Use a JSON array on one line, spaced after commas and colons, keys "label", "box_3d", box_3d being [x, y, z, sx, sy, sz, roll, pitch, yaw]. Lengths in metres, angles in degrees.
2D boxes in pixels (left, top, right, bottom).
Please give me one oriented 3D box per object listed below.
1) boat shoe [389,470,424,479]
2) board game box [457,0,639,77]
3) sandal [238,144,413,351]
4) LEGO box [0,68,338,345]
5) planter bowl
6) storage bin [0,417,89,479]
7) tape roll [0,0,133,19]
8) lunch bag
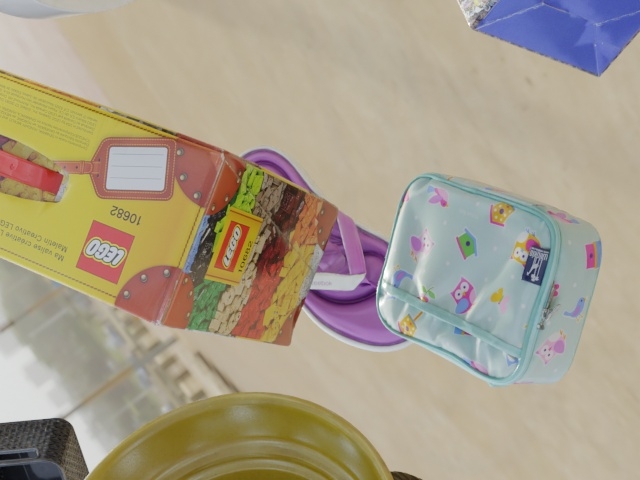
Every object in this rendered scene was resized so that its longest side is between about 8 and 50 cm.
[{"label": "boat shoe", "box_3d": [0.063, 0.266, 1.276, 0.178, 0.060, 0.064, 20, -149, -32]}, {"label": "board game box", "box_3d": [0.280, -0.387, 1.722, 0.232, 0.141, 0.291, 13, -138, -33]}, {"label": "sandal", "box_3d": [-0.010, 0.012, 1.911, 0.416, 0.169, 0.102, 41, -175, 26]}, {"label": "LEGO box", "box_3d": [-0.279, -0.059, 1.543, 0.500, 0.193, 0.372, 21, 180, 22]}, {"label": "planter bowl", "box_3d": [-0.046, 0.203, 0.758, 0.217, 0.217, 0.090, 45, 167, 39]}, {"label": "storage bin", "box_3d": [-0.380, 0.334, 1.747, 0.084, 0.122, 0.180, -88, -10, -54]}, {"label": "tape roll", "box_3d": [-0.264, -0.360, 1.271, 0.100, 0.286, 0.286, 6, 135, 49]}, {"label": "lunch bag", "box_3d": [0.195, 0.049, 1.559, 0.107, 0.224, 0.279, 10, -170, -40]}]
